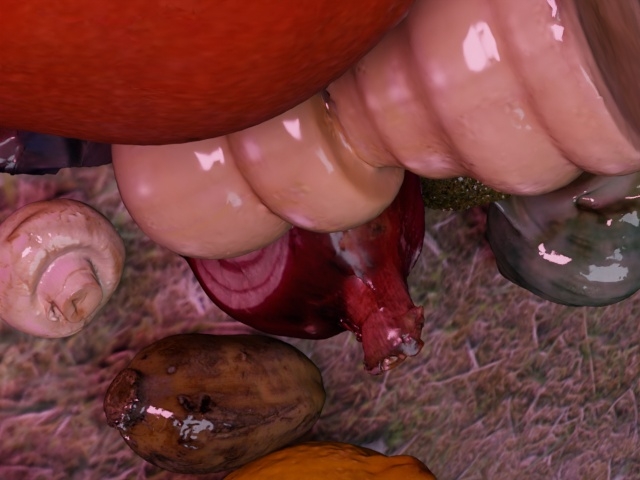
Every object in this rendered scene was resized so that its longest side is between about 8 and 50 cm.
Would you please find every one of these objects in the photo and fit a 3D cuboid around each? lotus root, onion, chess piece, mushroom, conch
[{"bbox_3d":[-0.068,0.107,0.873,0.080,0.089,0.179,-29,159,38],"label":"lotus root"},{"bbox_3d":[0.012,-0.006,0.788,0.135,0.198,0.173,-25,149,-35],"label":"onion"},{"bbox_3d":[0.017,-0.068,0.620,0.142,0.260,0.143,35,47,-48],"label":"chess piece"},{"bbox_3d":[-0.149,0.018,0.753,0.083,0.067,0.084,-28,139,-27],"label":"mushroom"},{"bbox_3d":[0.184,-0.038,0.972,0.175,0.122,0.188,5,112,-23],"label":"conch"}]

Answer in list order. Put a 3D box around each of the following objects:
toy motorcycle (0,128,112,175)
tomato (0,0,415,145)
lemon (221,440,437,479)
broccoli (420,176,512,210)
[{"bbox_3d":[-0.152,-0.091,0.666,0.213,0.082,0.122,-14,126,-38],"label":"toy motorcycle"},{"bbox_3d":[-0.102,-0.197,0.495,0.341,0.341,0.273,-28,163,-24],"label":"tomato"},{"bbox_3d":[-0.006,0.277,0.917,0.260,0.260,0.284,32,75,-48],"label":"lemon"},{"bbox_3d":[0.086,-0.077,0.870,0.131,0.130,0.120,59,33,-38],"label":"broccoli"}]
